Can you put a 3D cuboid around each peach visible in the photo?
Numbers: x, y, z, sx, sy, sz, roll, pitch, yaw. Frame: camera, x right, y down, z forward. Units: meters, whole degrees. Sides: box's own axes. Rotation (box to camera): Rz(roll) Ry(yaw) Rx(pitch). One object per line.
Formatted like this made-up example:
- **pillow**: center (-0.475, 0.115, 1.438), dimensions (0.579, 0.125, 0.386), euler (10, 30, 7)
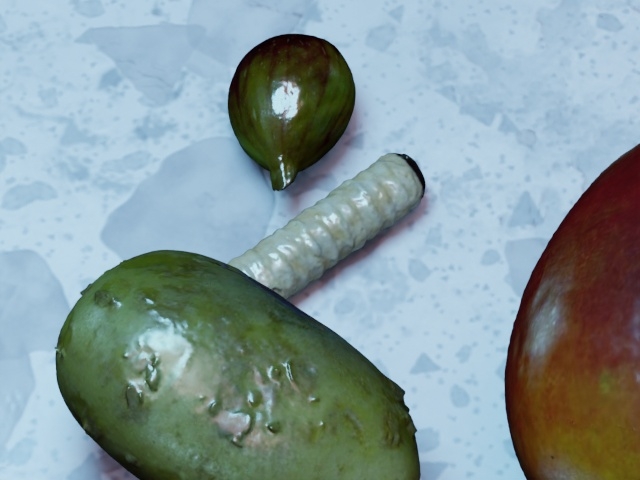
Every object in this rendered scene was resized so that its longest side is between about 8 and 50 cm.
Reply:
- **peach**: center (0.295, 0.099, 1.305), dimensions (0.335, 0.310, 0.406), euler (36, 51, -25)

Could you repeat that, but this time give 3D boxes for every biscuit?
- **biscuit**: center (0.000, 0.000, 1.503), dimensions (0.219, 0.055, 0.061), euler (-34, 78, -19)

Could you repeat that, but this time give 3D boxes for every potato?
- **potato**: center (-0.062, 0.123, 1.356), dimensions (0.307, 0.210, 0.173), euler (30, 91, 6)

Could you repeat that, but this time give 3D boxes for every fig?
- **fig**: center (-0.024, -0.104, 1.533), dimensions (0.109, 0.103, 0.155), euler (-15, 52, 15)
